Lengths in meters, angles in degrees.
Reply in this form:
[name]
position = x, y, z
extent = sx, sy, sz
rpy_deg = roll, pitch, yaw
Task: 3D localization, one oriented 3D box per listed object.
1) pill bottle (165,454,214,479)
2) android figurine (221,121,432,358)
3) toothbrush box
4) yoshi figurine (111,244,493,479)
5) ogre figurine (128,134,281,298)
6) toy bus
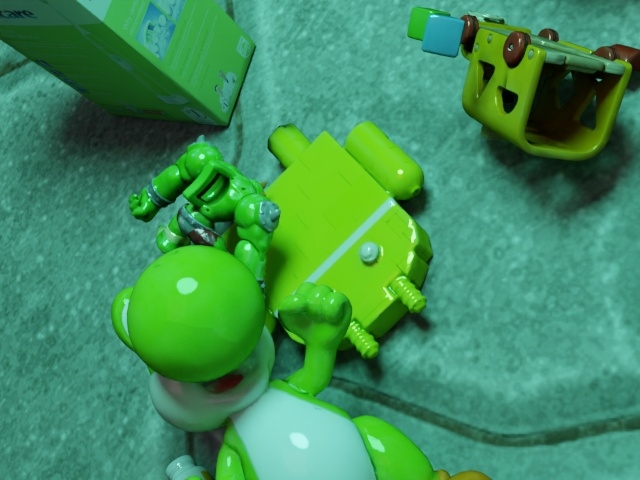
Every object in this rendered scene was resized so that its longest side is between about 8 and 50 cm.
[pill bottle]
position = -0.121, 0.255, 0.735
extent = 0.043, 0.043, 0.083
rpy_deg = -46, 57, 6
[android figurine]
position = 0.000, 0.000, 0.758
extent = 0.248, 0.056, 0.273
rpy_deg = -43, 56, 8
[toothbrush box]
position = -0.243, -0.251, 0.844
extent = 0.206, 0.283, 0.122
rpy_deg = 10, 78, 32
[yoshi figurine]
position = -0.039, 0.138, 0.592
extent = 0.362, 0.203, 0.203
rpy_deg = 41, 115, 15
[ogre figurine]
position = -0.109, -0.021, 0.741
extent = 0.118, 0.097, 0.197
rpy_deg = -55, 40, 15
[toy bus]
position = 0.181, -0.141, 0.676
extent = 0.191, 0.202, 0.104
rpy_deg = 22, 114, 26
